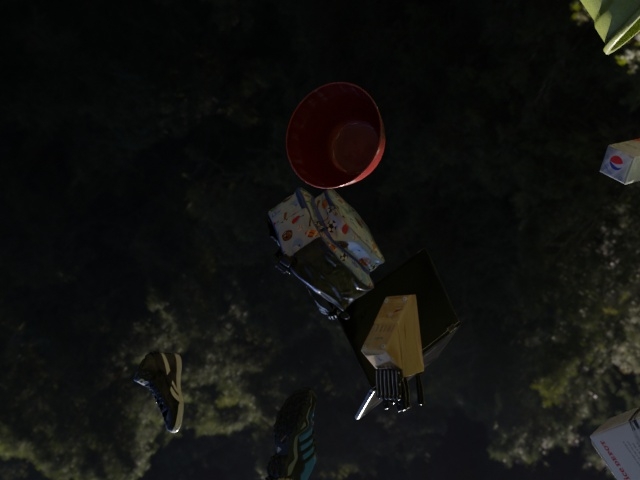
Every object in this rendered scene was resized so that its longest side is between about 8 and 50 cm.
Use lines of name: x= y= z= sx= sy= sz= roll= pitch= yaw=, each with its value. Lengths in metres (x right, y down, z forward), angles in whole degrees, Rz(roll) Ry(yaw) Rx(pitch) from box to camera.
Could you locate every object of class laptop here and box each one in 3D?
laptop: x=0.220 y=0.298 z=2.286 sx=0.236 sy=0.382 sz=0.408 roll=48 pitch=151 yaw=20

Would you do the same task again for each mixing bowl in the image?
mixing bowl: x=0.041 y=-0.169 z=1.256 sx=0.181 sy=0.181 sz=0.098 roll=39 pitch=-169 yaw=27

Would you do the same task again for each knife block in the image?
knife block: x=0.227 y=0.319 z=1.993 sx=0.088 sy=0.276 sz=0.242 roll=-8 pitch=132 yaw=43

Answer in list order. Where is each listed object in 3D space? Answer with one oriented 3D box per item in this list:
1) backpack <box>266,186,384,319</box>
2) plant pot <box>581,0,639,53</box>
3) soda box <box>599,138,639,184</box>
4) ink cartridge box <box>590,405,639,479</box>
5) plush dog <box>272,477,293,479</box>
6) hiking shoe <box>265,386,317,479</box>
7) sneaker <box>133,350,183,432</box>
backpack: x=0.000 y=0.000 z=1.666 sx=0.276 sy=0.213 sz=0.263 roll=49 pitch=-178 yaw=-45
plant pot: x=0.517 y=-0.511 z=1.256 sx=0.254 sy=0.276 sz=0.276 roll=49 pitch=-178 yaw=8
soda box: x=0.986 y=-0.252 z=2.225 sx=0.286 sy=0.091 sz=0.098 roll=-13 pitch=-143 yaw=-32
ink cartridge box: x=0.624 y=0.375 z=1.331 sx=0.086 sy=0.203 sz=0.148 roll=-24 pitch=-103 yaw=-40
plush dog: x=-0.161 y=0.678 z=1.666 sx=0.210 sy=0.262 sz=0.225 roll=3 pitch=120 yaw=46
hiking shoe: x=-0.064 y=0.573 z=2.079 sx=0.113 sy=0.304 sz=0.132 roll=3 pitch=160 yaw=47
sneaker: x=-0.426 y=0.391 z=1.894 sx=0.121 sy=0.079 sz=0.217 roll=14 pitch=-131 yaw=-31
